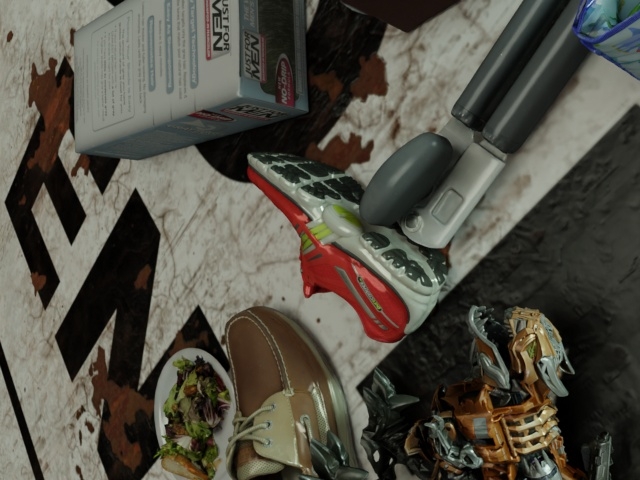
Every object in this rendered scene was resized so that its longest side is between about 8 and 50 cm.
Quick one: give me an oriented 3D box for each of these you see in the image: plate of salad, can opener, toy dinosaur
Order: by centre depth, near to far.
[{"bbox_3d":[0.115,0.209,0.491,0.219,0.164,0.321,7,87,27],"label":"toy dinosaur"},{"bbox_3d":[0.144,-0.110,0.509,0.074,0.093,0.280,47,112,31],"label":"can opener"},{"bbox_3d":[-0.178,0.247,0.811,0.200,0.048,0.199,-2,87,43],"label":"plate of salad"}]

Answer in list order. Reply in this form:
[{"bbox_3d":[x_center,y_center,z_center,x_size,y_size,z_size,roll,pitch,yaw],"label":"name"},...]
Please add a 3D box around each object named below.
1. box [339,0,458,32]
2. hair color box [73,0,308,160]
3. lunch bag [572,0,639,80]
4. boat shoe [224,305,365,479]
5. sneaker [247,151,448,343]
[{"bbox_3d":[0.090,-0.318,0.506,0.203,0.169,0.166,-20,76,39],"label":"box"},{"bbox_3d":[-0.189,-0.229,0.792,0.375,0.114,0.185,-5,86,42],"label":"hair color box"},{"bbox_3d":[0.247,-0.179,0.389,0.151,0.129,0.096,-55,51,28],"label":"lunch bag"},{"bbox_3d":[-0.038,0.217,0.640,0.123,0.116,0.324,-42,62,33],"label":"boat shoe"},{"bbox_3d":[0.000,0.000,0.625,0.279,0.107,0.118,45,122,34],"label":"sneaker"}]
